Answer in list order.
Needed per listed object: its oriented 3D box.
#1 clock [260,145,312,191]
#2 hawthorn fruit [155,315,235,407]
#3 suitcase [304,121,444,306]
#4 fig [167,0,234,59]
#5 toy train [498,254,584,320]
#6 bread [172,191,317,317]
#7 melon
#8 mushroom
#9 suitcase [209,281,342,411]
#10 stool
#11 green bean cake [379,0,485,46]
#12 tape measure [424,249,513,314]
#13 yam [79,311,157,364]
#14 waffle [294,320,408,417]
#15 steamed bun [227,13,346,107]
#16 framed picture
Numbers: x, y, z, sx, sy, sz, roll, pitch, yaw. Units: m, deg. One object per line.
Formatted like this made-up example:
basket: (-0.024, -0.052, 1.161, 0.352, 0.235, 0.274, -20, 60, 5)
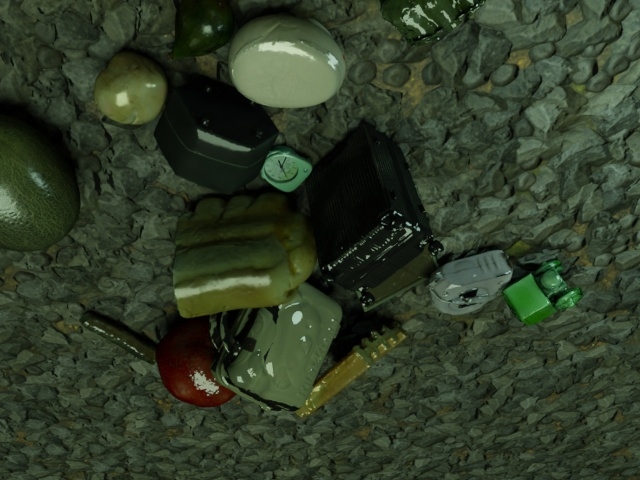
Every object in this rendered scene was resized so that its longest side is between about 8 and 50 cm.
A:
clock: (-0.093, -0.177, 1.408, 0.135, 0.041, 0.101, 30, 125, -29)
hawthorn fruit: (-0.350, 0.349, 1.758, 0.307, 0.265, 0.265, -13, 138, 38)
suitcase: (0.099, -0.064, 1.334, 0.152, 0.335, 0.229, 29, 125, -35)
fig: (-0.231, -0.392, 1.147, 0.117, 0.117, 0.177, 23, 147, -25)
toy train: (0.615, 0.150, 1.691, 0.188, 0.132, 0.243, -35, 155, 16)
bread: (-0.167, 0.038, 1.438, 0.341, 0.301, 0.210, -11, 136, -1)
melon: (-0.645, -0.118, 1.272, 0.237, 0.238, 0.302, -15, 130, 9)
mushroom: (-0.374, -0.299, 1.209, 0.148, 0.112, 0.148, -19, 134, -22)
suitcase: (-0.131, 0.254, 1.613, 0.339, 0.352, 0.194, 36, 160, -31)
stool: (-0.210, -0.216, 1.239, 0.232, 0.232, 0.141, 17, 130, -21)
green bean cake: (0.210, -0.465, 1.016, 0.241, 0.255, 0.132, -30, 127, 27)
tape measure: (0.403, 0.128, 1.700, 0.236, 0.120, 0.197, -14, 144, -2)
yam: (-0.583, 0.289, 1.800, 0.061, 0.061, 0.274, -32, 128, 23)
waffle: (0.088, 0.373, 1.797, 0.304, 0.077, 0.348, -46, 166, 27)
steamed bun: (-0.064, -0.352, 1.178, 0.228, 0.131, 0.177, 6, 143, -13)
framed picture: (0.176, 0.027, 1.600, 0.247, 0.022, 0.335, -28, 133, -3)
